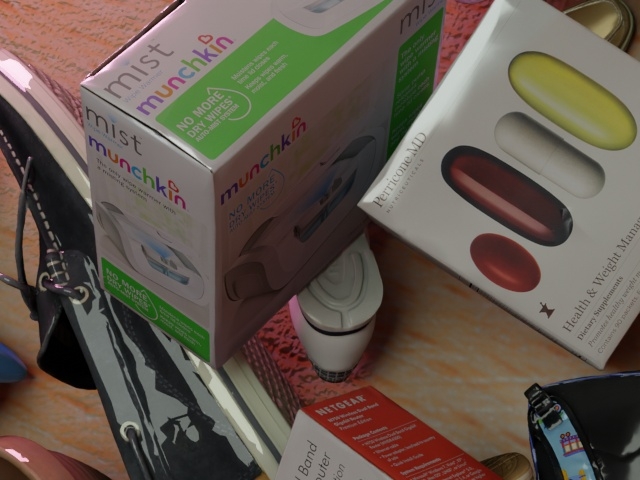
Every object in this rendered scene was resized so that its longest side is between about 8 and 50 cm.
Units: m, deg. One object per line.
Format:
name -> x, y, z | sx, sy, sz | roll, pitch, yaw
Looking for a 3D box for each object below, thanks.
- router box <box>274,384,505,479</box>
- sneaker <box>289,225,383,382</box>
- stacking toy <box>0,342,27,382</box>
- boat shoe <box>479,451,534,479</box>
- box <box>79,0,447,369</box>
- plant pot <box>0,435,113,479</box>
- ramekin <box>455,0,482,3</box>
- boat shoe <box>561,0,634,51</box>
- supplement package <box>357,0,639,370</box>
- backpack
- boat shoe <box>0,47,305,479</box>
router box -> 0.069, 0.320, 1.185 | 0.301, 0.082, 0.335 | 33, 118, 31
sneaker -> 0.000, 0.000, 1.397 | 0.090, 0.095, 0.235 | -2, 51, -1
stacking toy -> -0.402, 0.196, 1.523 | 0.165, 0.175, 0.302 | 28, 102, 31
boat shoe -> 0.116, 0.193, 1.252 | 0.063, 0.170, 0.059 | -27, 88, -19
box -> -0.038, -0.083, 1.253 | 0.127, 0.231, 0.262 | 34, 57, 21
plant pot -> -0.199, 0.262, 1.377 | 0.237, 0.109, 0.237 | 17, 113, 48
ramekin -> 0.136, -0.313, 1.322 | 0.277, 0.135, 0.277 | -50, 15, 18
boat shoe -> 0.158, -0.131, 1.362 | 0.190, 0.072, 0.068 | -38, 61, 12
supplement package -> 0.165, -0.044, 1.249 | 0.203, 0.149, 0.194 | 33, 91, 6
backpack -> 0.230, 0.180, 1.204 | 0.158, 0.117, 0.173 | -12, 69, 23
boat shoe -> -0.172, 0.043, 1.418 | 0.156, 0.187, 0.500 | -37, 67, 6
